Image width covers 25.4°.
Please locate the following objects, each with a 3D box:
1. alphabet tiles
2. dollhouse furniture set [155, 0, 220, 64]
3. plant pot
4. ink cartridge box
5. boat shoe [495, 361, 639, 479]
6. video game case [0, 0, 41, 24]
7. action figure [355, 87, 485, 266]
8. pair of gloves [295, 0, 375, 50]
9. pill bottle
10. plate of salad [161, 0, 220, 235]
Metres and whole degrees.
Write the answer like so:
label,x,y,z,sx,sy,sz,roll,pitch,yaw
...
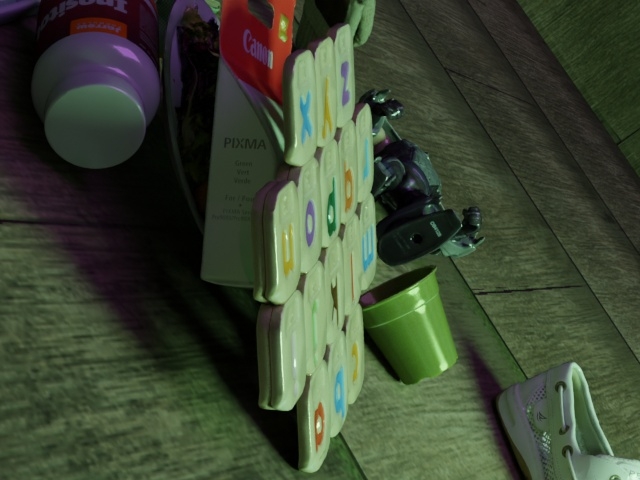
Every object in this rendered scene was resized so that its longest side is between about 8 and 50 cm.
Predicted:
label,x,y,z,sx,sy,sz,roll,pitch,yaw
alphabet tiles,0.000,0.000,0.971,0.284,0.021,0.278,-52,142,-68
dollhouse furniture set,-0.091,-0.148,1.161,0.152,0.076,0.058,18,39,-60
plant pot,0.074,0.074,1.173,0.079,0.083,0.083,64,19,-7
ink cartridge box,-0.027,-0.076,0.993,0.181,0.056,0.224,17,79,-77
boat shoe,0.244,0.223,1.253,0.098,0.096,0.277,32,29,-47
video game case,-0.272,-0.221,0.956,0.183,0.023,0.201,51,20,-5
action figure,0.082,-0.050,1.360,0.185,0.099,0.285,46,17,-3
pair of gloves,-0.026,-0.291,1.437,0.042,0.204,0.240,-22,76,-26
pill bottle,-0.150,-0.117,0.959,0.086,0.086,0.152,40,23,-32
plate of salad,-0.070,-0.085,1.049,0.200,0.048,0.200,-9,90,-75
